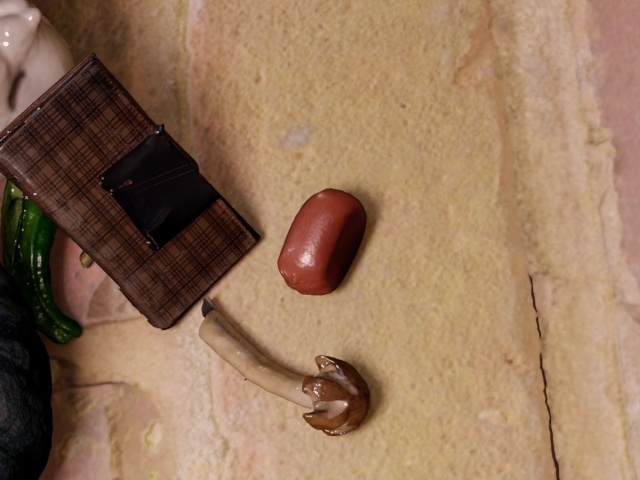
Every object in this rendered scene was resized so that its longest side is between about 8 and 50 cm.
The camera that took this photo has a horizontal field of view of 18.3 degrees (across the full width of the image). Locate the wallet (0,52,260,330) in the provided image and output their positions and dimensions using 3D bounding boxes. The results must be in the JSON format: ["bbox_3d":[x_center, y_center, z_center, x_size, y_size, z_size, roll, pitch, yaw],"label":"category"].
[{"bbox_3d":[-0.160,-0.037,1.645,0.124,0.230,0.042,-43,28,-2],"label":"wallet"}]

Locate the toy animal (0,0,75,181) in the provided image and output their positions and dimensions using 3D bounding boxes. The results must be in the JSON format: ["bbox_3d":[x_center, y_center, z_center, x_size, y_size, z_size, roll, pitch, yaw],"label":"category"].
[{"bbox_3d":[-0.333,-0.156,1.643,0.265,0.206,0.272,17,52,-23],"label":"toy animal"}]

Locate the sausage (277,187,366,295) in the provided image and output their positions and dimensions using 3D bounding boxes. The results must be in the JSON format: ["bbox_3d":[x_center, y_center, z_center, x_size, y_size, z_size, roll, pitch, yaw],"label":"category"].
[{"bbox_3d":[0.000,0.000,1.661,0.054,0.059,0.094,18,81,36],"label":"sausage"}]

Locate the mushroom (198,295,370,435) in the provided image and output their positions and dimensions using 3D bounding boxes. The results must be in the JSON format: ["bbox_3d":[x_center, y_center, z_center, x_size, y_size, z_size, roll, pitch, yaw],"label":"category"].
[{"bbox_3d":[-0.039,0.100,1.639,0.187,0.061,0.060,28,85,28],"label":"mushroom"}]

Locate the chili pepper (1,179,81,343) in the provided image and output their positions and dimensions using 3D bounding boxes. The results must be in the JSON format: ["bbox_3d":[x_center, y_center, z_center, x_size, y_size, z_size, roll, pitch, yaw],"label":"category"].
[{"bbox_3d":[-0.244,-0.002,1.729,0.050,0.073,0.182,-11,67,10],"label":"chili pepper"}]

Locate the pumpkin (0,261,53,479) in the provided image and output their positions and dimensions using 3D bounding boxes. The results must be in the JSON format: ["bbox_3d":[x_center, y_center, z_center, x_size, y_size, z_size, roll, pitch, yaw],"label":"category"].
[{"bbox_3d":[-0.397,0.136,1.622,0.363,0.266,0.363,-6,72,18],"label":"pumpkin"}]

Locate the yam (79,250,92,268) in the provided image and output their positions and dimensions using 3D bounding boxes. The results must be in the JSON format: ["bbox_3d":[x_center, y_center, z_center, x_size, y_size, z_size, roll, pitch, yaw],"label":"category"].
[{"bbox_3d":[-0.180,-0.022,1.750,0.014,0.014,0.107,31,81,25],"label":"yam"}]
